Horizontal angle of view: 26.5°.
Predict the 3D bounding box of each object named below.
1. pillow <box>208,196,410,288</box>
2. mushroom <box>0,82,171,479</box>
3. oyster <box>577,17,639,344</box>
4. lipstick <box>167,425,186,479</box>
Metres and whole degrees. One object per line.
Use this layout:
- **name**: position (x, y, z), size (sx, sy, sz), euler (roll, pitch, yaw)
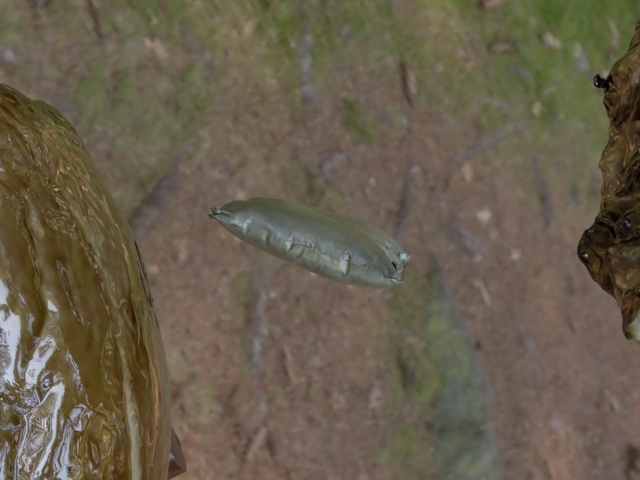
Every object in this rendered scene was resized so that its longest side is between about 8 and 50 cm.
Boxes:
- **pillow**: position (0.000, 0.000, 1.069), size (0.229, 0.148, 0.050), euler (-2, 110, -85)
- **mushroom**: position (-0.180, 0.063, 0.407), size (0.301, 0.208, 0.233), euler (2, 93, -33)
- **oyster**: position (0.259, -0.093, 0.943), size (0.204, 0.111, 0.396), euler (51, 48, -51)
- **lipstick**: position (-0.254, 0.196, 0.839), size (0.057, 0.356, 0.057), euler (155, -90, -88)
